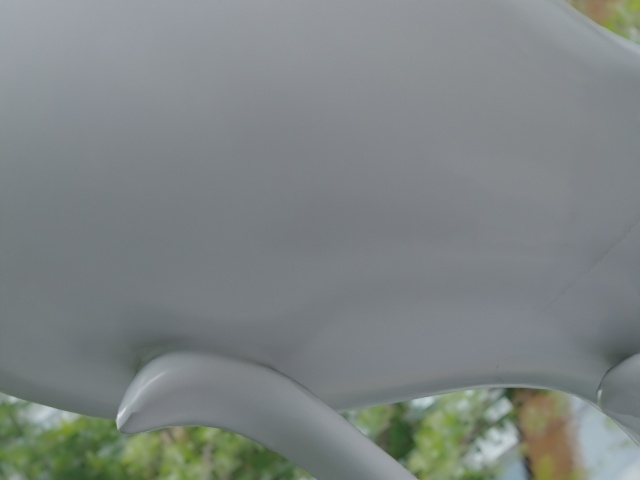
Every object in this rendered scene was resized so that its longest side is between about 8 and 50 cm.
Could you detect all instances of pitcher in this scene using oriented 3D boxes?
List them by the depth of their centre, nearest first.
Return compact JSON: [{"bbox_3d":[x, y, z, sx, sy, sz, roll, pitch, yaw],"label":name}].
[{"bbox_3d":[0.000,0.000,0.366,0.207,0.177,0.125,14,-45,-17],"label":"pitcher"}]
